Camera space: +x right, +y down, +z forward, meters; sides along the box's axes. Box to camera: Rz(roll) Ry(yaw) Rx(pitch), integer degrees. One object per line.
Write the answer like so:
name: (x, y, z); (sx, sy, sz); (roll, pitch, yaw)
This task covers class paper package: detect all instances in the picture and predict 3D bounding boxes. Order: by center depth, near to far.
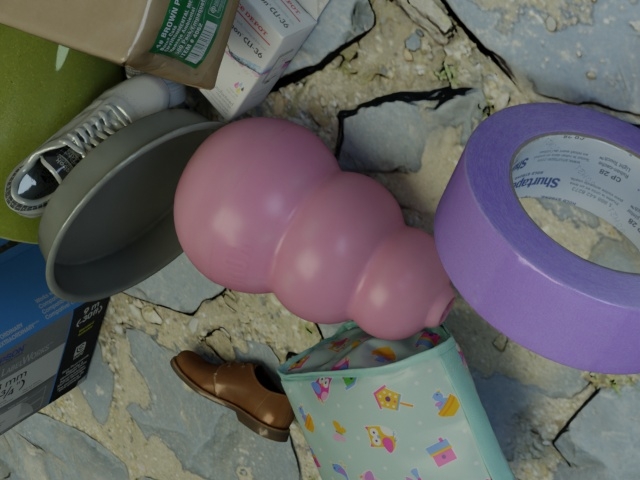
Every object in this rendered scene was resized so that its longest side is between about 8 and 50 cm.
paper package: (-0.220, -0.360, 1.597); (0.309, 0.168, 0.325); (21, 95, 31)

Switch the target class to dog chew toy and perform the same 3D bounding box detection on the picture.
dog chew toy: (0.000, 0.000, 1.694); (0.332, 0.206, 0.207); (30, 131, 15)

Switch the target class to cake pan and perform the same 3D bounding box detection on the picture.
cake pan: (-0.217, -0.046, 1.785); (0.054, 0.293, 0.293); (47, 137, 20)

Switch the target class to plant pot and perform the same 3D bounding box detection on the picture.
plant pot: (-0.354, -0.191, 1.871); (0.275, 0.275, 0.293); (34, 116, 22)

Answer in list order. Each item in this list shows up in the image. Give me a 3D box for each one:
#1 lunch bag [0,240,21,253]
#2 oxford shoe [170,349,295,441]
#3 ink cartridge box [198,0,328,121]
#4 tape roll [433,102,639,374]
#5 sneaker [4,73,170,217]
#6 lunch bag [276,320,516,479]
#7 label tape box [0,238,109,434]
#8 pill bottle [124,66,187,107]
lunch bag: (-0.594, -0.006, 2.091); (0.256, 0.305, 0.212); (54, 136, 0)
oxford shoe: (-0.112, 0.189, 2.005); (0.212, 0.076, 0.076); (26, 99, 31)
ink cartridge box: (-0.083, -0.244, 1.708); (0.115, 0.067, 0.198); (48, 136, 9)
tape roll: (0.249, -0.007, 1.403); (0.275, 0.275, 0.090); (39, 133, 18)
sneaker: (-0.267, -0.110, 1.746); (0.090, 0.235, 0.095); (48, 172, -2)
lunch bag: (0.105, 0.211, 1.748); (0.262, 0.160, 0.223); (-9, 107, 50)
label tape box: (-0.417, 0.119, 2.092); (0.106, 0.240, 0.334); (40, 134, 17)
pill bottle: (-0.201, -0.233, 1.811); (0.078, 0.078, 0.137); (16, 123, 34)
